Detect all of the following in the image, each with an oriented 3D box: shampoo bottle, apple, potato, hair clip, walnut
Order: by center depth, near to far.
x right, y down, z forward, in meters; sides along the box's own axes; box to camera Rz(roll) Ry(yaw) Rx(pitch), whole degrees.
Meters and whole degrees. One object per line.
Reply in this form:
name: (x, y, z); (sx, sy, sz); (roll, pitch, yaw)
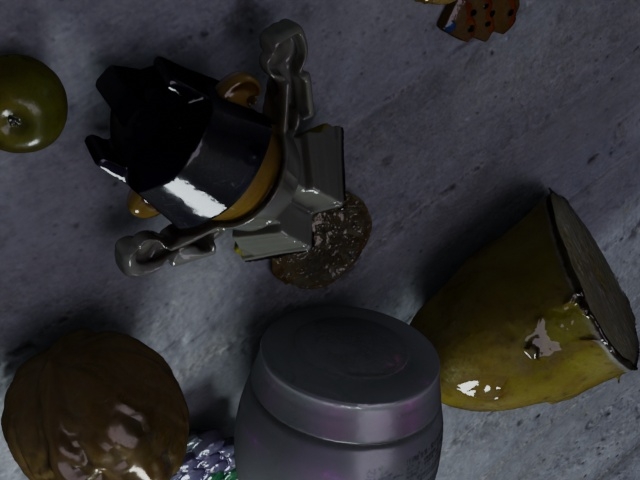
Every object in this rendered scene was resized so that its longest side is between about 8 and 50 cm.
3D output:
apple: (-0.271, -0.120, 0.753); (0.090, 0.074, 0.089); (-6, 127, -9)
walnut: (-0.246, 0.197, 0.934); (0.213, 0.213, 0.213); (-20, 132, -25)
shampoo bottle: (0.025, 0.242, 1.111); (0.273, 0.273, 0.266); (-10, 118, -32)
hair clip: (-0.169, 0.316, 1.192); (0.124, 0.052, 0.195); (-25, 143, -7)
potato: (0.293, 0.112, 1.298); (0.296, 0.289, 0.397); (-27, -176, 21)

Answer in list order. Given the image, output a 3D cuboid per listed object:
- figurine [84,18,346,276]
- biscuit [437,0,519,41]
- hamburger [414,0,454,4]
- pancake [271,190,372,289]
figurine: (-0.097, -0.083, 0.866); (0.309, 0.143, 0.308); (-27, 127, -42)
biscuit: (0.198, -0.285, 1.028); (0.130, 0.019, 0.119); (-33, 136, -13)
hamburger: (0.126, -0.330, 0.894); (0.147, 0.083, 0.138); (-51, 141, 8)
pancake: (0.001, 0.001, 1.089); (0.152, 0.025, 0.151); (-21, 133, -25)
